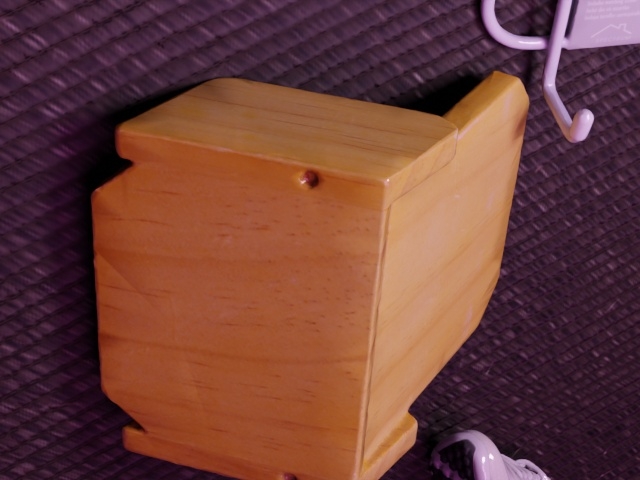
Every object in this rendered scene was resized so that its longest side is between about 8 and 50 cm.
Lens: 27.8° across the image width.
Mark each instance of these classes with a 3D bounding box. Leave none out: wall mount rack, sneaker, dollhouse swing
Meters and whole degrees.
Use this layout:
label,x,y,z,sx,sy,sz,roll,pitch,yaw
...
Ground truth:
label,x,y,z,sx,sy,sz,roll,pitch,yaw
wall mount rack,0.327,-0.230,1.110,0.350,0.130,0.304,-7,137,-11
sneaker,0.209,0.291,1.503,0.118,0.110,0.292,-37,142,-12
dollhouse swing,0.000,0.000,1.188,0.315,0.305,0.347,12,126,11
